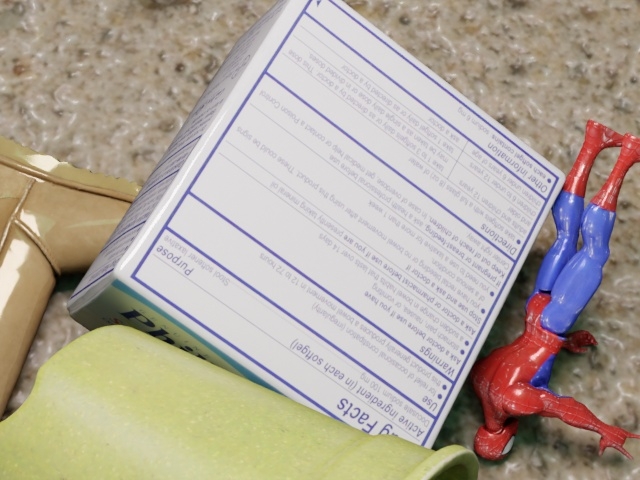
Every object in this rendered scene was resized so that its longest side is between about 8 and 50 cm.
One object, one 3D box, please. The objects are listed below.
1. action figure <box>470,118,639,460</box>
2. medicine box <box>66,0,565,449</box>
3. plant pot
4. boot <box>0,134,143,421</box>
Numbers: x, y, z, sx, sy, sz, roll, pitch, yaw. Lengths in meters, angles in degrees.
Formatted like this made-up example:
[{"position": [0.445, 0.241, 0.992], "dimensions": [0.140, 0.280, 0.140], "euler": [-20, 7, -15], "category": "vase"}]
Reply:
[{"position": [0.218, 0.061, 1.065], "dimensions": [0.139, 0.091, 0.280], "euler": [24, 97, -24], "category": "action figure"}, {"position": [0.000, 0.000, 1.018], "dimensions": [0.263, 0.149, 0.289], "euler": [36, 67, -14], "category": "medicine box"}, {"position": [-0.077, 0.190, 0.853], "dimensions": [0.253, 0.276, 0.276], "euler": [30, 67, 21], "category": "plant pot"}, {"position": [-0.234, 0.071, 1.059], "dimensions": [0.236, 0.089, 0.270], "euler": [19, 69, 7], "category": "boot"}]
